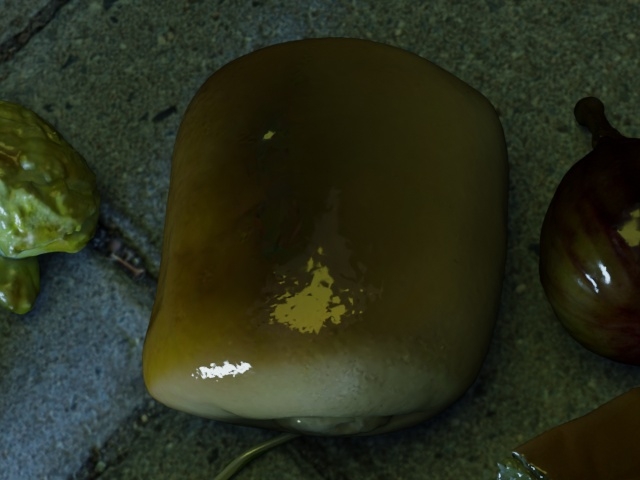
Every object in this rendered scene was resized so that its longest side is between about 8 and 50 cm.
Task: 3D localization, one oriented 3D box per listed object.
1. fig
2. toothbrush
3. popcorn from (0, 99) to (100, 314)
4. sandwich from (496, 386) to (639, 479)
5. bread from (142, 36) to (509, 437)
[{"bbox_3d":[0.283,-0.034,1.767,0.217,0.217,0.321,-24,44,3],"label":"fig"},{"bbox_3d":[-0.056,0.209,1.818,0.263,0.022,0.026,-25,75,2],"label":"toothbrush"},{"bbox_3d":[-0.320,-0.035,1.914,0.198,0.198,0.212,19,106,21],"label":"popcorn"},{"bbox_3d":[0.258,0.276,1.592,0.198,0.155,0.227,-21,56,-30],"label":"sandwich"},{"bbox_3d":[0.000,0.000,1.756,0.348,0.253,0.376,0,64,18],"label":"bread"}]
